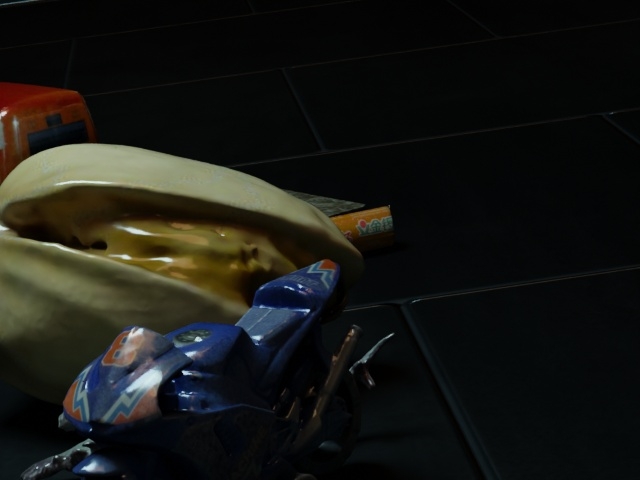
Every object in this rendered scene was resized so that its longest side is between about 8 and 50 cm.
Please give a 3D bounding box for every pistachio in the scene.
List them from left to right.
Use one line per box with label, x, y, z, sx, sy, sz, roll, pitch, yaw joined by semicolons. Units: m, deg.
pistachio;-0.093;0.028;1.126;0.229;0.157;0.157;8;17;8

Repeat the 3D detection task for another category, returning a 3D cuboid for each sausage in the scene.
sausage;0.000;0.000;1.389;0.107;0.031;0.031;-11;15;-19

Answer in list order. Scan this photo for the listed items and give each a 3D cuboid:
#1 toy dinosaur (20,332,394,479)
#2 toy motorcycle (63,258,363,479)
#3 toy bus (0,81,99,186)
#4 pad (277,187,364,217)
toy dinosaur;-0.056;0.094;1.022;0.209;0.039;0.082;-19;18;-4
toy motorcycle;-0.051;0.082;0.920;0.076;0.114;0.205;4;18;40
toy bus;-0.299;-0.071;1.634;0.265;0.120;0.121;6;18;41
pad;-0.103;-0.008;1.526;0.235;0.003;0.158;-17;17;-34
